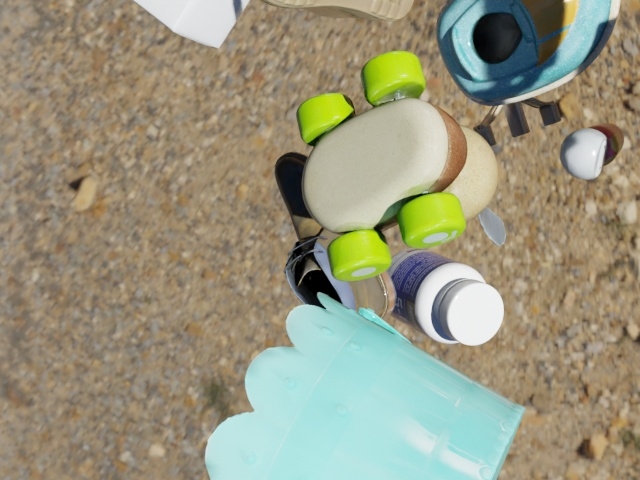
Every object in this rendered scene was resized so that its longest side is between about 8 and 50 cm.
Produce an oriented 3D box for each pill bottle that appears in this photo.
[{"bbox_3d":[0.166,0.079,1.453,0.112,0.186,0.112,-4,101,-22],"label":"pill bottle"}]

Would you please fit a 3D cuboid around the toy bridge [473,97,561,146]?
[{"bbox_3d":[0.288,-0.185,1.563,0.026,0.188,0.063,-15,95,49],"label":"toy bridge"}]

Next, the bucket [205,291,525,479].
[{"bbox_3d":[0.027,0.200,0.816,0.183,0.281,0.281,24,121,15],"label":"bucket"}]

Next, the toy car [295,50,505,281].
[{"bbox_3d":[0.092,-0.052,0.917,0.149,0.188,0.155,-27,67,37],"label":"toy car"}]

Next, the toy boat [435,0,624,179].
[{"bbox_3d":[0.303,-0.233,1.412,0.267,0.148,0.318,-31,88,34],"label":"toy boat"}]

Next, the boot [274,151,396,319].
[{"bbox_3d":[0.000,0.000,1.166,0.082,0.106,0.219,-36,83,27],"label":"boot"}]

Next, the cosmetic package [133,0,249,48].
[{"bbox_3d":[-0.178,-0.407,1.361,0.224,0.138,0.224,38,102,15],"label":"cosmetic package"}]

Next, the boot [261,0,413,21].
[{"bbox_3d":[-0.066,-0.229,0.763,0.207,0.248,0.090,30,98,35],"label":"boot"}]
